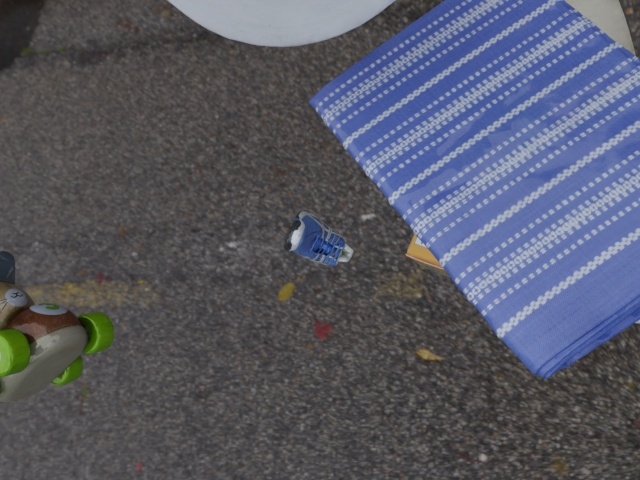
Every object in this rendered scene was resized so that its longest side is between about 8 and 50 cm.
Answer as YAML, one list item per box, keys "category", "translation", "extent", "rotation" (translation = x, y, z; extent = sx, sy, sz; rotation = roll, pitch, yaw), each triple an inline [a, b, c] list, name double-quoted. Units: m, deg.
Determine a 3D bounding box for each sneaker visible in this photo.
- category: "sneaker"
  translation: [0.000, 0.000, 1.313]
  extent: [0.081, 0.211, 0.080]
  rotation: [25, 95, 19]

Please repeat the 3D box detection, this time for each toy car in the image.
- category: "toy car"
  translation: [-0.380, 0.089, 0.906]
  extent: [0.149, 0.155, 0.188]
  rotation: [-43, 73, 26]

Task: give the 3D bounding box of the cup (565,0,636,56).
- category: "cup"
  translation: [0.343, -0.275, 1.221]
  extent: [0.237, 0.331, 0.331]
  rotation: [-18, 67, 6]

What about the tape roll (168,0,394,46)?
- category: "tape roll"
  translation: [-0.030, -0.283, 0.503]
  extent: [0.286, 0.286, 0.100]
  rotation: [-49, 46, 7]

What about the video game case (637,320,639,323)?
- category: "video game case"
  translation: [0.401, 0.069, 1.010]
  extent: [0.143, 0.157, 0.019]
  rotation: [-116, 37, -59]

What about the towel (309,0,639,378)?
- category: "towel"
  translation: [0.174, -0.078, 0.624]
  extent: [0.243, 0.040, 0.336]
  rotation: [-35, 61, -2]

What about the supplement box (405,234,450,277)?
- category: "supplement box"
  translation: [0.193, -0.067, 0.935]
  extent: [0.080, 0.078, 0.233]
  rotation: [24, 87, 29]
